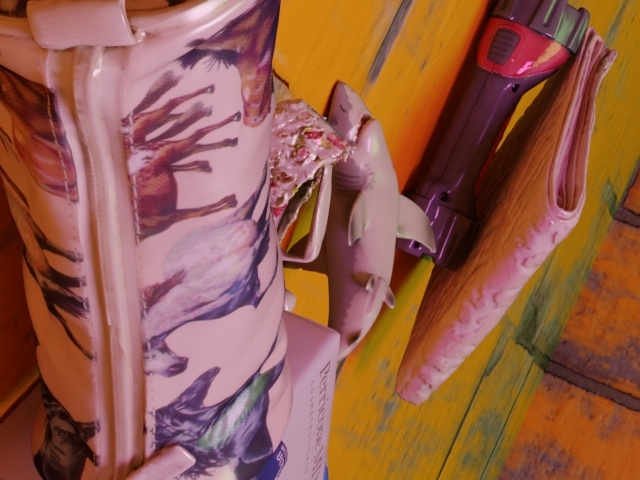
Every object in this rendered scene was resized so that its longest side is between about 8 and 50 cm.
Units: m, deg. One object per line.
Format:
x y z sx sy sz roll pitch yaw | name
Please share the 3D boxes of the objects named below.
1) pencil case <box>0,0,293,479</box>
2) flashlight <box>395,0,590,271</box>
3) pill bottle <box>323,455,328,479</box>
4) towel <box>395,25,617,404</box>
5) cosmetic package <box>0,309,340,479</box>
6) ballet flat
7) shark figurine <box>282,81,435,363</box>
-0.094 -0.013 0.854 0.410 0.160 0.183 90 -4 -48 | pencil case
0.174 -0.118 1.705 0.304 0.103 0.103 -66 -169 3 | flashlight
-0.051 0.251 1.299 0.124 0.124 0.221 61 23 -70 | pill bottle
0.199 -0.023 1.729 0.332 0.053 0.317 -58 -174 44 | towel
-0.143 0.215 1.059 0.385 0.156 0.217 -50 155 -42 | cosmetic package
-0.045 0.013 1.207 0.241 0.077 0.091 -68 169 18 | ballet flat
0.003 0.029 1.356 0.166 0.116 0.278 47 48 -44 | shark figurine
